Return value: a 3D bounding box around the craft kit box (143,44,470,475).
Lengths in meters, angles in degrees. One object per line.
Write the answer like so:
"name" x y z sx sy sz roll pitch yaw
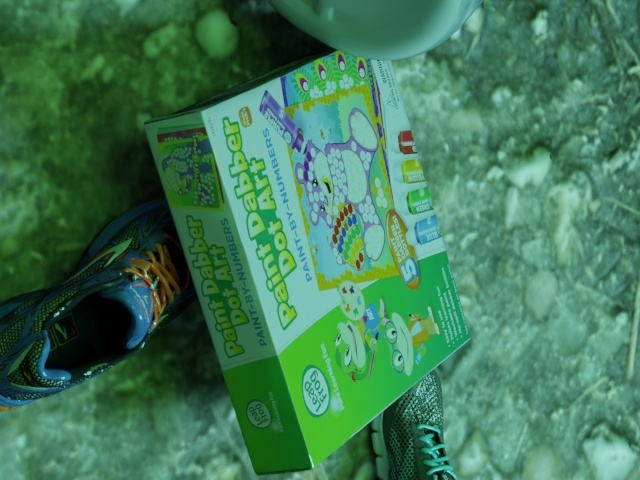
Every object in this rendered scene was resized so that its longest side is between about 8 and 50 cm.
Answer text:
"craft kit box" 0.000 0.000 1.251 0.246 0.061 0.250 -31 108 -52

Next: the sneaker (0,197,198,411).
"sneaker" -0.129 0.042 1.163 0.221 0.087 0.083 -40 113 -34

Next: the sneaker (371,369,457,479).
"sneaker" 0.078 0.175 1.334 0.065 0.076 0.166 14 79 -39

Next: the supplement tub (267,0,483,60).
"supplement tub" 0.089 -0.286 1.281 0.193 0.193 0.316 57 48 -22
